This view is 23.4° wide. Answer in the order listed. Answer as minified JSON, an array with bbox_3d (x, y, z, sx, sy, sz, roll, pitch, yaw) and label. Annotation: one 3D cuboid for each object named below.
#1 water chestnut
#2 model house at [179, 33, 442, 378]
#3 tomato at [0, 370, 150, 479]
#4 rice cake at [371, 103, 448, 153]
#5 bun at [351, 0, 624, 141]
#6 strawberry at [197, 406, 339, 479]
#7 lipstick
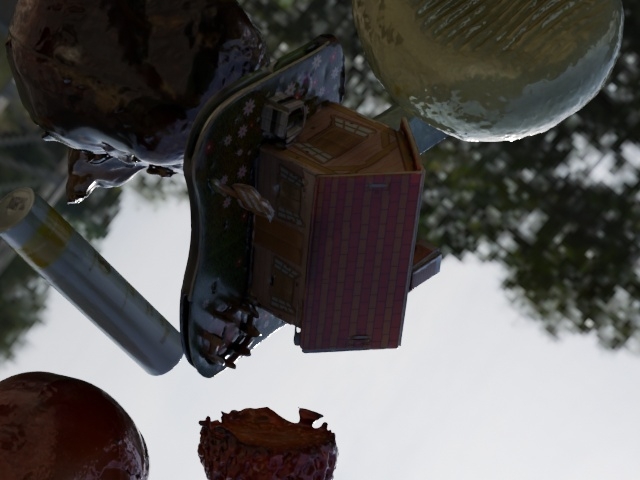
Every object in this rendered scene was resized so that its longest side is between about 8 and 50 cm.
[{"bbox_3d":[-0.233,-0.187,1.874,0.347,0.335,0.335,-61,-168,10],"label":"water chestnut"},{"bbox_3d":[0.000,0.001,1.339,0.207,0.154,0.293,-36,141,-43],"label":"model house"},{"bbox_3d":[-0.277,0.230,1.595,0.184,0.208,0.208,-43,-166,6],"label":"tomato"},{"bbox_3d":[0.074,-0.114,1.809,0.206,0.063,0.069,-36,-148,-24],"label":"rice cake"},{"bbox_3d":[0.124,-0.158,1.174,0.127,0.222,0.222,95,17,-49],"label":"bun"},{"bbox_3d":[-0.053,0.212,1.494,0.145,0.145,0.086,-100,-158,-72],"label":"strawberry"},{"bbox_3d":[-0.231,0.047,1.572,0.059,0.264,0.059,-22,-137,22],"label":"lipstick"}]
